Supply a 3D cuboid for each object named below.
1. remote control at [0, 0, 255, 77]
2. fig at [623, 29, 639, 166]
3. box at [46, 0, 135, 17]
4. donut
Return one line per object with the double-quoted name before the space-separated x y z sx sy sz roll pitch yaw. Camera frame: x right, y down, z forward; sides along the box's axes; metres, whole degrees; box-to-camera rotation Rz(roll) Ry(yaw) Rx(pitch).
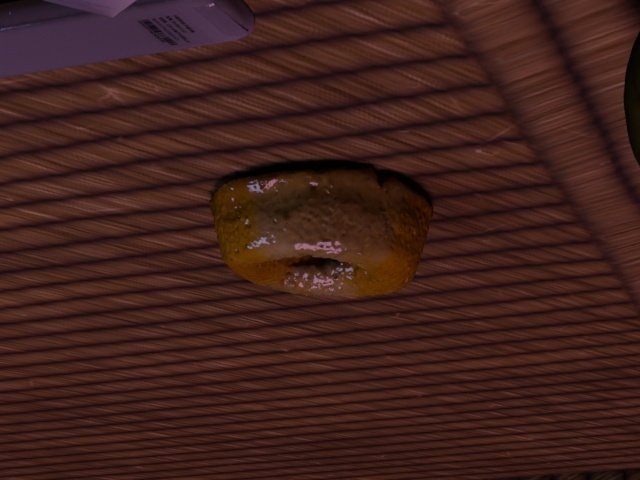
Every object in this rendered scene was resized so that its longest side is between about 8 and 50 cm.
"remote control" -0.165 -0.121 1.002 0.261 0.029 0.067 -6 161 22
"fig" 0.265 -0.079 0.937 0.191 0.181 0.181 -23 170 -22
"box" -0.122 -0.163 0.830 0.130 0.051 0.129 11 158 -34
"donut" 0.000 0.000 1.314 0.162 0.065 0.178 -14 159 36
